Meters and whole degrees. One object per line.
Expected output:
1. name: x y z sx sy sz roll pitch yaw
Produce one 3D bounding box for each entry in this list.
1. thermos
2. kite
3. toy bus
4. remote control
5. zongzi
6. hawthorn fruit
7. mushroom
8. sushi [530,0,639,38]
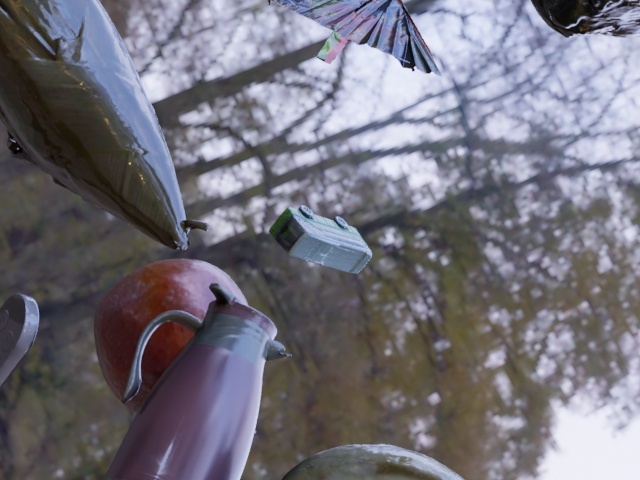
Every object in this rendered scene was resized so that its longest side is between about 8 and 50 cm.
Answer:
1. thermos: -0.150 0.192 1.645 0.176 0.265 0.146 23 -25 -4
2. kite: 0.027 -0.234 1.491 0.241 0.183 0.014 24 -49 8
3. toy bus: 0.000 0.000 1.069 0.031 0.083 0.037 -49 -127 20
4. remote control: -0.391 0.157 1.615 0.245 0.022 0.077 -50 -140 26
5. zongzi: -0.310 -0.223 1.604 0.418 0.181 0.447 41 -19 50
6. hawthorn fruit: -0.215 0.149 2.004 0.231 0.235 0.263 60 23 -18
7. mushroom: 0.023 0.337 1.591 0.212 0.292 0.217 39 1 -3
8. sushi: 0.211 -0.212 0.947 0.225 0.127 0.124 129 -43 -76
